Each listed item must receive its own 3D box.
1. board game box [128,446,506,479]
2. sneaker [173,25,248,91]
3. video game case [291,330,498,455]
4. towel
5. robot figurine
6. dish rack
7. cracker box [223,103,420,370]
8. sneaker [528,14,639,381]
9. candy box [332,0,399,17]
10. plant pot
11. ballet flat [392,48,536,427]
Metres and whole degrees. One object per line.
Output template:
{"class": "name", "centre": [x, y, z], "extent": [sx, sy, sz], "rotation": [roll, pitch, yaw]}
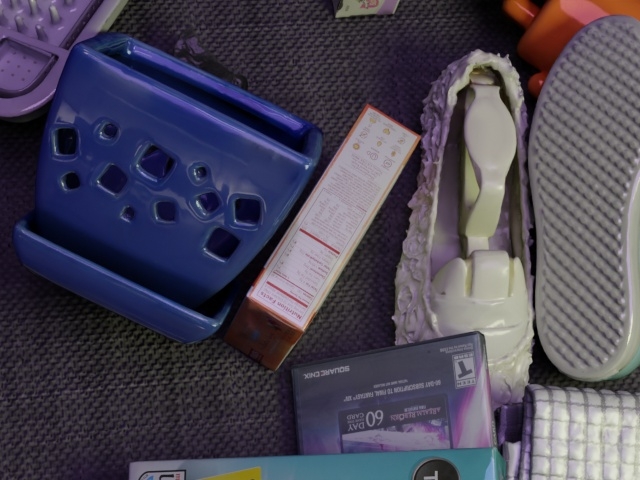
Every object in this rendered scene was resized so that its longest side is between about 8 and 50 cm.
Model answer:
{"class": "board game box", "centre": [-0.004, 0.318, 1.384], "extent": [0.336, 0.079, 0.254], "rotation": [-5, 71, 13]}
{"class": "sneaker", "centre": [-0.096, -0.133, 1.603], "extent": [0.170, 0.051, 0.089], "rotation": [38, 72, 6]}
{"class": "video game case", "centre": [0.074, 0.234, 1.469], "extent": [0.196, 0.026, 0.274], "rotation": [-12, 70, 22]}
{"class": "towel", "centre": [0.276, 0.283, 1.489], "extent": [0.235, 0.121, 0.284], "rotation": [3, 81, -9]}
{"class": "robot figurine", "centre": [0.296, -0.209, 1.670], "extent": [0.219, 0.128, 0.158], "rotation": [34, 58, 2]}
{"class": "dish rack", "centre": [-0.309, -0.270, 1.565], "extent": [0.285, 0.072, 0.333], "rotation": [23, 67, 18]}
{"class": "cracker box", "centre": [0.000, 0.000, 1.521], "extent": [0.067, 0.156, 0.232], "rotation": [32, 69, 0]}
{"class": "sneaker", "centre": [0.289, -0.037, 1.596], "extent": [0.135, 0.150, 0.366], "rotation": [6, 84, 26]}
{"class": "candy box", "centre": [0.047, -0.356, 1.647], "extent": [0.070, 0.165, 0.196], "rotation": [-5, 73, -11]}
{"class": "plant pot", "centre": [-0.145, -0.046, 1.455], "extent": [0.236, 0.236, 0.212], "rotation": [25, 100, -2]}
{"class": "ballet flat", "centre": [0.149, -0.006, 1.567], "extent": [0.147, 0.147, 0.409], "rotation": [4, 71, -10]}
